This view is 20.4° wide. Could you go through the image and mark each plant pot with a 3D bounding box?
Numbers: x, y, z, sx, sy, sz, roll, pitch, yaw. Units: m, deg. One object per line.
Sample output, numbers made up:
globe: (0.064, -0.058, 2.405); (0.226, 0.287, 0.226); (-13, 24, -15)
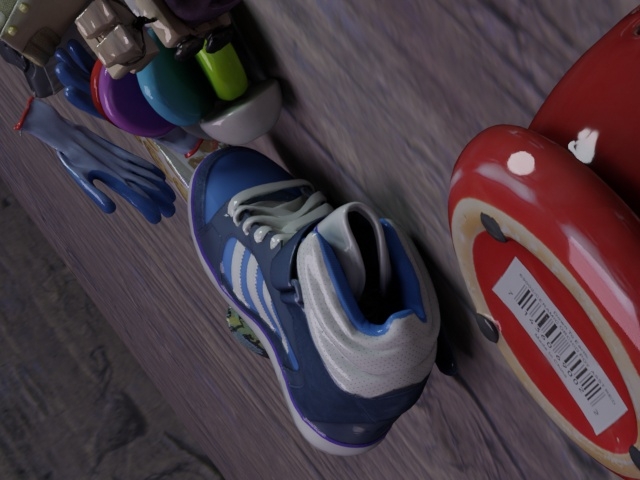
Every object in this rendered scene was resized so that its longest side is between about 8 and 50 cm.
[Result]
plant pot: (0.160, -0.005, 0.714); (0.191, 0.174, 0.191); (51, 163, 22)

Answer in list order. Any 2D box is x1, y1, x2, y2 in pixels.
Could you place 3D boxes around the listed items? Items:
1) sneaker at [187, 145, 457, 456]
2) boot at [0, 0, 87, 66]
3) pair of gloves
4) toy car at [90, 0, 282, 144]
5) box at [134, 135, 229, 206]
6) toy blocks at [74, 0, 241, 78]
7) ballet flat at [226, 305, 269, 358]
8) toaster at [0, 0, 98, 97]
sneaker: (0.000, 0.000, 1.473); (0.322, 0.130, 0.236); (64, 154, 26)
boot: (-0.250, -0.252, 1.534); (0.077, 0.165, 0.213); (37, 176, 29)
pair of gloves: (-0.180, -0.096, 1.551); (0.159, 0.023, 0.198); (33, -146, -10)
toy car: (-0.128, -0.144, 1.506); (0.159, 0.136, 0.182); (62, 166, -16)
box: (-0.175, -0.143, 1.838); (0.324, 0.063, 0.067); (53, 165, 20)
toy blocks: (-0.148, -0.281, 1.019); (0.260, 0.289, 0.309); (-40, 81, 38)
ballet flat: (0.005, 0.091, 1.604); (0.188, 0.070, 0.070); (20, -171, -32)
toaster: (-0.258, -0.257, 1.693); (0.129, 0.146, 0.227); (45, 163, 39)
